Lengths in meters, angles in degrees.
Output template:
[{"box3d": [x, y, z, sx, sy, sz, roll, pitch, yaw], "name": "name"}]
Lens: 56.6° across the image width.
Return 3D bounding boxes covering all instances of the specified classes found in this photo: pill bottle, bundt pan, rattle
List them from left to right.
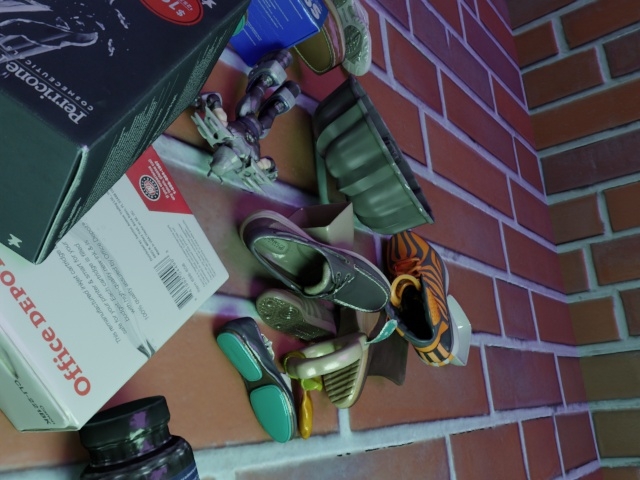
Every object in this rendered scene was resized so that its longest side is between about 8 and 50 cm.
[{"box3d": [-0.186, 0.288, 0.637, 0.123, 0.123, 0.219, -11, 86, -56], "name": "pill bottle"}, {"box3d": [0.048, 0.214, 0.960, 0.199, 0.130, 0.143, -14, 75, -28], "name": "rattle"}, {"box3d": [0.093, -0.148, 1.160, 0.331, 0.124, 0.331, 55, 15, -22], "name": "bundt pan"}]

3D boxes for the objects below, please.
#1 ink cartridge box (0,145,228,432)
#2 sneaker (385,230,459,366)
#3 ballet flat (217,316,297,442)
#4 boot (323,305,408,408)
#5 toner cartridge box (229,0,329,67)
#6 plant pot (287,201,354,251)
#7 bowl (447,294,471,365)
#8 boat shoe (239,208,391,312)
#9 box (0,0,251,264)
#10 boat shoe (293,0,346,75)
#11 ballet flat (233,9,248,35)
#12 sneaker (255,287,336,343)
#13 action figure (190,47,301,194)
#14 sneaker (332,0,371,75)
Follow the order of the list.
[{"box3d": [-0.254, 0.042, 0.650, 0.197, 0.114, 0.273, 62, 35, -17], "name": "ink cartridge box"}, {"box3d": [0.189, 0.081, 1.198, 0.180, 0.124, 0.321, 47, 22, -49], "name": "sneaker"}, {"box3d": [-0.080, 0.199, 0.878, 0.203, 0.074, 0.074, 63, 35, -12], "name": "ballet flat"}, {"box3d": [0.104, 0.227, 1.107, 0.207, 0.090, 0.248, 43, 41, -34], "name": "boot"}, {"box3d": [-0.151, -0.469, 0.970, 0.348, 0.165, 0.075, 50, 39, -32], "name": "toner cartridge box"}, {"box3d": [0.000, 0.000, 1.052, 0.109, 0.109, 0.096, -46, 126, -53], "name": "plant pot"}, {"box3d": [0.310, 0.220, 1.441, 0.142, 0.053, 0.142, 53, 39, -29], "name": "bowl"}, {"box3d": [-0.003, 0.052, 0.954, 0.285, 0.103, 0.092, 32, 20, -21], "name": "boat shoe"}, {"box3d": [-0.292, -0.213, 0.545, 0.343, 0.179, 0.312, 35, 45, -11], "name": "box"}, {"box3d": [-0.071, -0.467, 1.140, 0.120, 0.122, 0.324, -36, 98, -49], "name": "boat shoe"}, {"box3d": [-0.233, -0.423, 0.893, 0.316, 0.107, 0.106, 20, 47, -51], "name": "ballet flat"}, {"box3d": [-0.044, 0.112, 0.986, 0.188, 0.066, 0.071, 40, 27, -44], "name": "sneaker"}, {"box3d": [-0.116, -0.189, 0.971, 0.185, 0.099, 0.285, 58, 40, -33], "name": "action figure"}, {"box3d": [0.085, -0.493, 1.389, 0.115, 0.090, 0.232, -3, 80, -59], "name": "sneaker"}]
